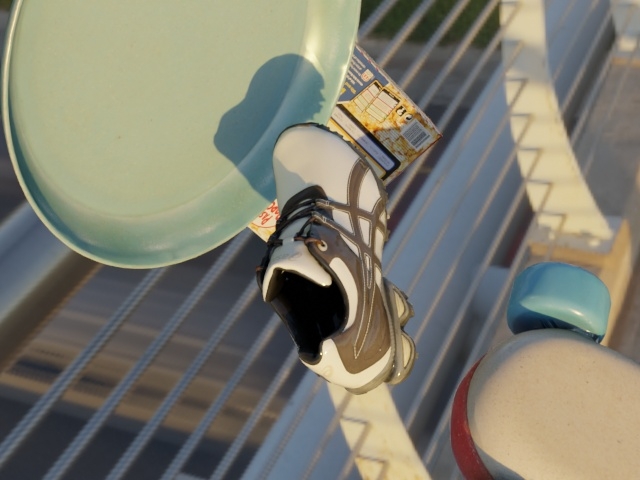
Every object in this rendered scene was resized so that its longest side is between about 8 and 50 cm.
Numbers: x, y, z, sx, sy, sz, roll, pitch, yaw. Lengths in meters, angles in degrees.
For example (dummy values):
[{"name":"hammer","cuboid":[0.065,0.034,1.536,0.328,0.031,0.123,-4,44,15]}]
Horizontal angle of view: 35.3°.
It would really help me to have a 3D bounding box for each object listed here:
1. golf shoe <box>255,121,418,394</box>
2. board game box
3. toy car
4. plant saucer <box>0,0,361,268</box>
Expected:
[{"name":"golf shoe","cuboid":[0.000,0.000,0.642,0.077,0.094,0.198,-34,61,27]},{"name":"board game box","cuboid":[-0.005,-0.086,0.945,0.193,0.147,0.045,-41,32,11]},{"name":"toy car","cuboid":[0.169,0.180,0.748,0.210,0.238,0.219,24,57,-4]},{"name":"plant saucer","cuboid":[-0.090,-0.132,0.696,0.044,0.317,0.318,30,53,33]}]
